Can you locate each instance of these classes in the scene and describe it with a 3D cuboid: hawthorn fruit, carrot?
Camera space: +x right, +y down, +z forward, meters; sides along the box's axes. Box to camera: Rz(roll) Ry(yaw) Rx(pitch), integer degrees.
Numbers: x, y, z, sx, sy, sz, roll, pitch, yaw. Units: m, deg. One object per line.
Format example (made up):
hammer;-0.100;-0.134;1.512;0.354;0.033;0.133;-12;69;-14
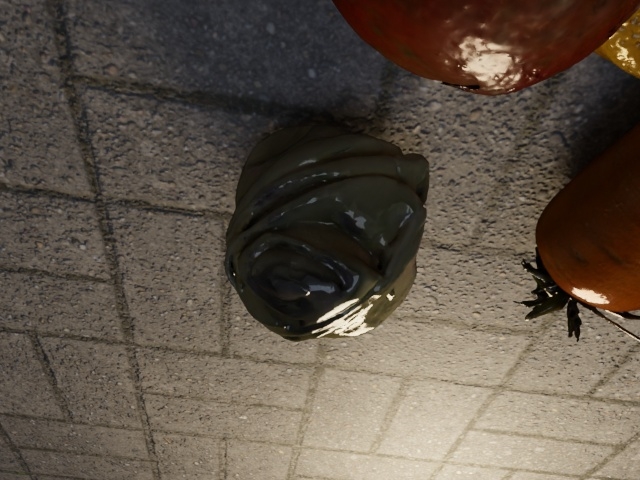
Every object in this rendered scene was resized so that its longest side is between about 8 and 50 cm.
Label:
hawthorn fruit;0.123;-0.268;0.391;0.316;0.316;0.316;2;134;2
carrot;0.402;-0.009;0.677;0.214;0.193;0.331;33;140;-3

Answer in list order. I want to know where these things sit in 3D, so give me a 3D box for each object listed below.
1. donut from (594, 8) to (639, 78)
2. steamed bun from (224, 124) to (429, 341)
donut;0.387;-0.279;0.480;0.303;0.110;0.302;2;135;2
steamed bun;0.000;0.000;0.666;0.268;0.207;0.280;9;116;4
